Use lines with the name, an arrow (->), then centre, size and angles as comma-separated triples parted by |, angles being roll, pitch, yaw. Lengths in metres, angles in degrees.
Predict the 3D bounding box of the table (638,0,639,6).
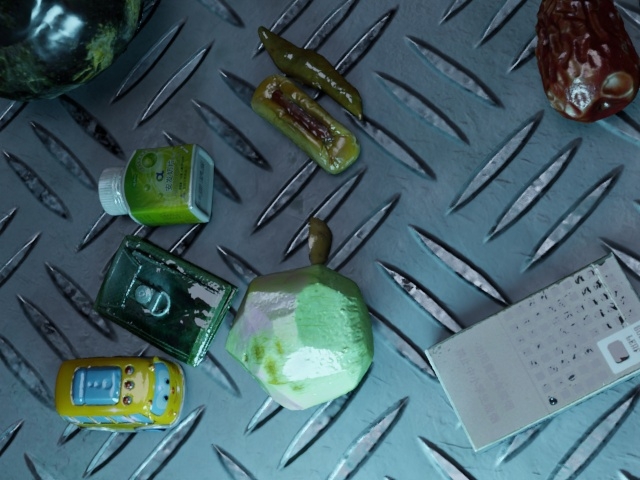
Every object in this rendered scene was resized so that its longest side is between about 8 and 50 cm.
table -> 0.555, -0.425, 1.653 | 0.062, 0.079, 0.083 | 16, 80, 25

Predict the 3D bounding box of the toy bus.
toy bus -> -0.339, 0.251, 1.707 | 0.209, 0.136, 0.126 | -3, 72, 17

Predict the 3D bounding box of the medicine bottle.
medicine bottle -> -0.293, -0.095, 1.831 | 0.188, 0.088, 0.132 | -4, 72, 17

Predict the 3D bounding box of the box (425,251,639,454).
box -> 0.341, 0.171, 1.548 | 0.325, 0.047, 0.180 | -29, 66, 8

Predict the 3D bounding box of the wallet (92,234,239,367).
wallet -> -0.275, 0.102, 1.783 | 0.236, 0.055, 0.160 | 26, 89, 24

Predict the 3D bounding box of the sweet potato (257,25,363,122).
sweet potato -> -0.014, -0.300, 1.818 | 0.274, 0.067, 0.067 | 40, 88, 24

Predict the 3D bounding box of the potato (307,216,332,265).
potato -> 0.000, -0.001, 1.729 | 0.036, 0.037, 0.093 | -6, 70, 12

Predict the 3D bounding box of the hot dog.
hot dog -> -0.033, -0.212, 1.790 | 0.084, 0.073, 0.242 | -45, 65, -5

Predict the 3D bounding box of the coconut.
coconut -> -0.038, 0.147, 1.605 | 0.236, 0.236, 0.204 | -18, 33, 13

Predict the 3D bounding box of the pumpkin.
pumpkin -> -0.535, -0.484, 1.901 | 0.454, 0.344, 0.454 | -3, 84, 32

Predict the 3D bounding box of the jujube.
jujube -> 0.420, -0.301, 1.626 | 0.155, 0.155, 0.230 | -15, 60, 14
